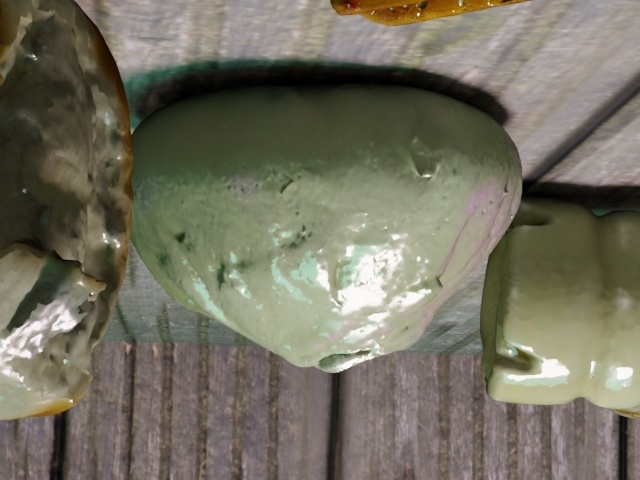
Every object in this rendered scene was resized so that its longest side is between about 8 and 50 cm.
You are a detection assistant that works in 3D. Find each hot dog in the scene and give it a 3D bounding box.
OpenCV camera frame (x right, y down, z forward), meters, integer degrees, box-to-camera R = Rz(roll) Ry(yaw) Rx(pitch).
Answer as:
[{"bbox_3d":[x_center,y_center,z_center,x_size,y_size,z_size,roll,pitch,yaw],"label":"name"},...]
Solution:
[{"bbox_3d":[0.062,-0.131,0.813,0.062,0.038,0.144,7,173,-44],"label":"hot dog"}]

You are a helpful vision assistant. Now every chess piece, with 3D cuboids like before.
[{"bbox_3d":[0.366,0.074,1.471,0.442,0.234,0.234,6,171,0],"label":"chess piece"}]

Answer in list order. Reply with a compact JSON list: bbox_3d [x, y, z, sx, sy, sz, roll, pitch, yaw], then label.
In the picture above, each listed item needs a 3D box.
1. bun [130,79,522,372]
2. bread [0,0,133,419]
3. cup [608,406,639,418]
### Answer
[{"bbox_3d":[0.000,0.000,1.190,0.293,0.187,0.293,3,173,0],"label":"bun"},{"bbox_3d":[-0.244,-0.025,0.871,0.279,0.250,0.225,-1,168,5],"label":"bread"},{"bbox_3d":[0.366,0.066,1.772,0.173,0.255,0.202,44,-177,18],"label":"cup"}]
